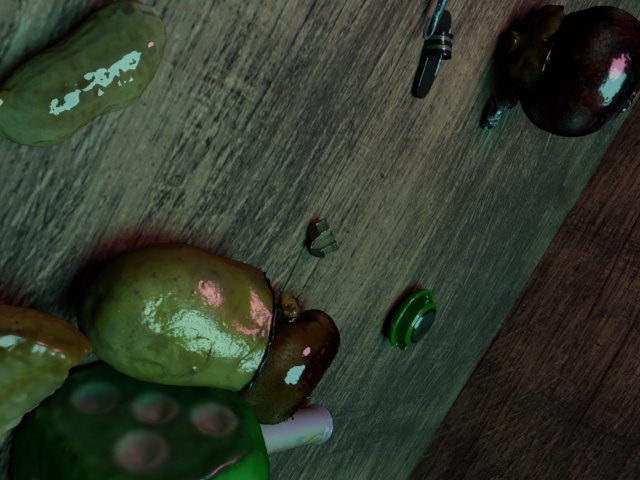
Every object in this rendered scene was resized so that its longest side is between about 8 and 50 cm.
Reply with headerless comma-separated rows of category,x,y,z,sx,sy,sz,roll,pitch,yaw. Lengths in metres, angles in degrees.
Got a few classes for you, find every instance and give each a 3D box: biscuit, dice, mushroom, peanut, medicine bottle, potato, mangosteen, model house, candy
biscuit,-0.424,0.175,0.598,0.274,0.091,0.213,-39,132,2
dice,-0.279,0.371,0.794,0.300,0.287,0.297,-6,121,-49
mushroom,-0.063,0.248,1.056,0.297,0.163,0.278,-34,143,-64
peanut,-0.253,-0.177,0.554,0.214,0.099,0.099,-44,144,-22
medicine bottle,-0.131,0.469,1.237,0.426,0.108,0.108,17,104,-54
potato,-0.219,0.108,0.760,0.266,0.229,0.229,28,94,-40
mangosteen,0.629,-0.421,1.265,0.330,0.330,0.330,-32,139,-33
model house,0.000,0.000,1.065,0.058,0.057,0.083,-26,163,-1
candy,0.520,-0.391,1.404,0.226,0.051,0.094,-45,155,-15

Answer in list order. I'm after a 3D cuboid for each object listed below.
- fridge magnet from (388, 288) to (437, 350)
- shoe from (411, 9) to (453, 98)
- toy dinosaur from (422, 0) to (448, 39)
fridge magnet,0.289,0.246,1.593,0.208,0.088,0.208,-32,139,-33
shoe,0.246,-0.379,1.061,0.071,0.049,0.179,-13,127,-48
toy dinosaur,0.264,-0.553,0.922,0.147,0.076,0.363,-9,125,-25
